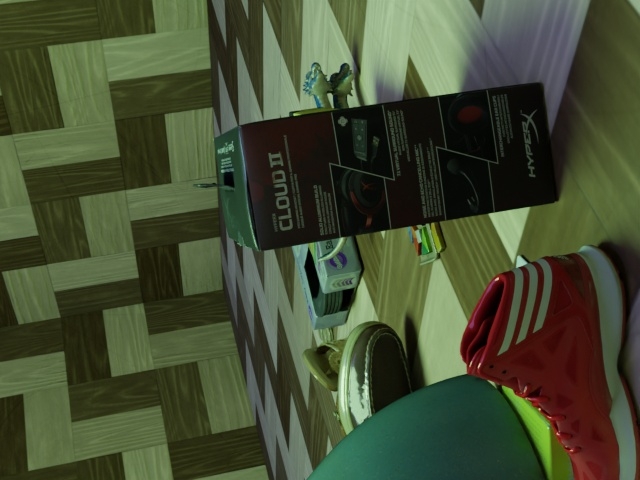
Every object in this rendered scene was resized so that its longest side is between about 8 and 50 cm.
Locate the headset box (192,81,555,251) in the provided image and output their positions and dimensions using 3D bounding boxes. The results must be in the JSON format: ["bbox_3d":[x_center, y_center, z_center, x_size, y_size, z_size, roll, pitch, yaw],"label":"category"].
[{"bbox_3d":[0.031,-0.065,0.899,0.218,0.293,0.110,-164,65,-79],"label":"headset box"}]

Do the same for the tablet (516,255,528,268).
[{"bbox_3d":[0.198,0.054,0.901,0.083,0.006,0.054,-121,25,-61],"label":"tablet"}]

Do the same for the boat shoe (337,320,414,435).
[{"bbox_3d":[0.112,0.278,1.313,0.123,0.123,0.342,-7,87,49],"label":"boat shoe"}]

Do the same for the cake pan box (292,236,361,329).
[{"bbox_3d":[0.000,0.000,1.702,0.246,0.070,0.267,100,157,-65],"label":"cake pan box"}]

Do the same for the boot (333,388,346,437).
[{"bbox_3d":[0.071,0.336,1.499,0.220,0.109,0.283,169,94,-78],"label":"boot"}]

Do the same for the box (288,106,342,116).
[{"bbox_3d":[0.046,-0.115,1.212,0.232,0.058,0.087,17,118,57],"label":"box"}]

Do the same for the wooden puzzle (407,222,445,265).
[{"bbox_3d":[0.125,-0.008,1.199,0.116,0.014,0.078,122,138,-74],"label":"wooden puzzle"}]

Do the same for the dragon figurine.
[{"bbox_3d":[0.024,-0.117,1.427,0.144,0.085,0.289,-113,18,-50],"label":"dragon figurine"}]

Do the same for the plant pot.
[{"bbox_3d":[0.085,0.290,0.948,0.290,0.195,0.290,171,90,-78],"label":"plant pot"}]

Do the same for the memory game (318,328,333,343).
[{"bbox_3d":[-0.002,0.120,1.949,0.186,0.012,0.186,171,90,-79],"label":"memory game"}]

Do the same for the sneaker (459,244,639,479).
[{"bbox_3d":[0.172,0.120,0.769,0.087,0.128,0.221,-162,63,-77],"label":"sneaker"}]

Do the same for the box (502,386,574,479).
[{"bbox_3d":[0.206,0.221,0.903,0.109,0.042,0.178,-128,30,-68],"label":"box"}]

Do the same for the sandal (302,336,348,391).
[{"bbox_3d":[0.033,0.196,1.688,0.088,0.079,0.240,46,-176,7],"label":"sandal"}]
